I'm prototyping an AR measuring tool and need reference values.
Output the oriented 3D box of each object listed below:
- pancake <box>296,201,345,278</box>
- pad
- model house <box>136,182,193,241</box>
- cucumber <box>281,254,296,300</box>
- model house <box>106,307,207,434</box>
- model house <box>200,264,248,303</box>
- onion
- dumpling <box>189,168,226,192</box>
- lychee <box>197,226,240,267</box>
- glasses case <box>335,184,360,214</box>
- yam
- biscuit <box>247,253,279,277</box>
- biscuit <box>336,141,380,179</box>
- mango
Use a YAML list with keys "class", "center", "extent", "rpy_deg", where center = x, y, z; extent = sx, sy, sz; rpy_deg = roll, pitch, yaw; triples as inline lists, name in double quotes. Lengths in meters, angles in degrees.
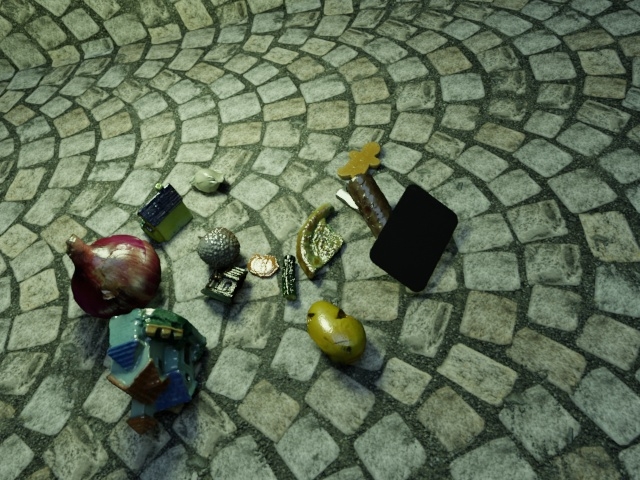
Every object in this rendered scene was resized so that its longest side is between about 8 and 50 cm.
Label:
- class: "pancake"
  center: [-0.002, -0.003, 1.937]
  extent: [0.197, 0.054, 0.376]
  rpy_deg: [-1, 55, 9]
- class: "pad"
  center: [0.366, 0.012, 1.815]
  extent: [0.315, 0.063, 0.375]
  rpy_deg: [36, 67, -4]
- class: "model house"
  center: [-0.687, -0.132, 2.069]
  extent: [0.170, 0.211, 0.194]
  rpy_deg: [31, 66, 26]
- class: "cucumber"
  center: [-0.119, 0.138, 1.854]
  extent: [0.058, 0.058, 0.187]
  rpy_deg: [-8, 52, 5]
- class: "model house"
  center: [-0.534, 0.429, 1.570]
  extent: [0.252, 0.295, 0.329]
  rpy_deg: [-14, 50, 6]
- class: "model house"
  center: [-0.362, 0.153, 1.858]
  extent: [0.165, 0.106, 0.152]
  rpy_deg: [18, 61, 17]
- class: "onion"
  center: [-0.792, 0.104, 1.811]
  extent: [0.348, 0.385, 0.348]
  rpy_deg: [-16, 49, 20]
- class: "dumpling"
  center: [-0.501, -0.278, 2.213]
  extent: [0.188, 0.108, 0.127]
  rpy_deg: [3, 28, 30]
- class: "lychee"
  center: [-0.407, 0.023, 1.929]
  extent: [0.197, 0.165, 0.165]
  rpy_deg: [39, 68, 15]
- class: "glasses case"
  center: [0.150, -0.160, 2.034]
  extent: [0.072, 0.042, 0.190]
  rpy_deg: [-45, 58, -11]
- class: "yam"
  center: [0.212, -0.123, 1.903]
  extent: [0.131, 0.131, 0.279]
  rpy_deg: [-26, 73, -9]
- class: "biscuit"
  center: [-0.225, 0.098, 1.927]
  extent: [0.130, 0.019, 0.102]
  rpy_deg: [13, 59, 19]
- class: "biscuit"
  center: [0.185, -0.345, 2.164]
  extent: [0.158, 0.035, 0.240]
  rpy_deg: [27, 64, 25]
- class: "mango"
  center: [0.045, 0.304, 1.657]
  extent: [0.167, 0.130, 0.262]
  rpy_deg: [-37, 51, -19]
